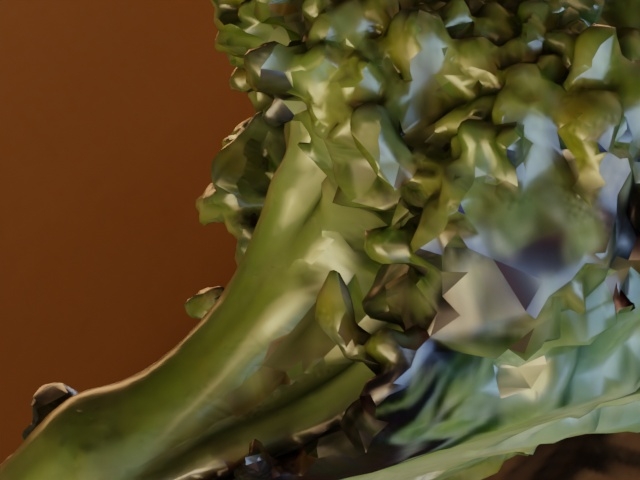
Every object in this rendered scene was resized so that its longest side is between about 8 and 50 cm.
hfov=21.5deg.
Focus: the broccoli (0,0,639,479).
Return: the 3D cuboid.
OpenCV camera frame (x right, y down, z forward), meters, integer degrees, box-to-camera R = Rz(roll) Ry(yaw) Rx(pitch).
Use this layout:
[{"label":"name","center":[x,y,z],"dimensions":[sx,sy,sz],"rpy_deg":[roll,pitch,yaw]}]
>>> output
[{"label":"broccoli","center":[0.007,-0.016,0.486],"dimensions":[0.273,0.180,0.242],"rpy_deg":[-17,164,1]}]
